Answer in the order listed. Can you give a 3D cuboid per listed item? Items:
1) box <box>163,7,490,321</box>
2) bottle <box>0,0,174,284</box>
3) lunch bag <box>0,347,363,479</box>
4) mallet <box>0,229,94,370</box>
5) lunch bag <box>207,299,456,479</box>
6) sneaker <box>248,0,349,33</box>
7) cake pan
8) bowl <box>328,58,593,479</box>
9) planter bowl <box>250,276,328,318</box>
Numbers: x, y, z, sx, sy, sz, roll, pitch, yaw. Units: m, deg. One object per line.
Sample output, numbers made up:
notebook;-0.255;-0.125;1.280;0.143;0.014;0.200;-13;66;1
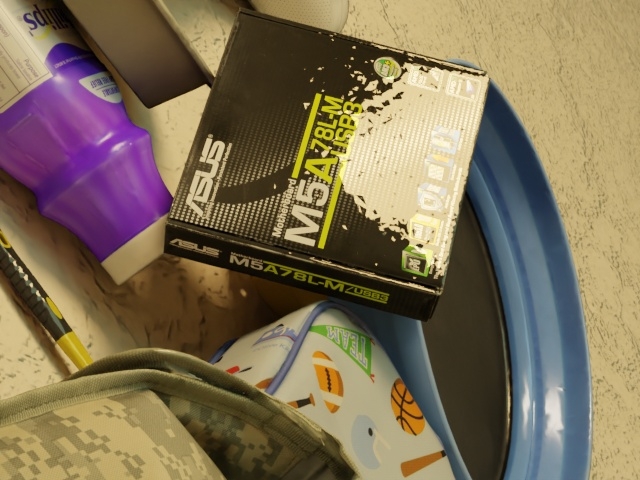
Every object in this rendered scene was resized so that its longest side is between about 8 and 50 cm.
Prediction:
box;0.007;-0.054;1.077;0.184;0.045;0.191;17;58;0
bottle;-0.194;-0.101;1.079;0.283;0.092;0.118;54;15;-1
lunch bag;-0.136;0.169;0.723;0.287;0.235;0.169;-12;69;-60
mallet;-0.162;0.069;1.013;0.190;0.039;0.062;49;25;-1
lunch bag;0.004;0.199;1.004;0.303;0.115;0.243;59;28;-14
sneaker;-0.065;-0.273;1.401;0.169;0.108;0.292;-77;145;-58
cake pan;-0.179;-0.209;1.143;0.293;0.054;0.293;52;-2;2
bowl;0.115;0.054;1.265;0.391;0.077;0.391;38;46;-54
planter bowl;0.000;0.000;1.245;0.217;0.090;0.217;38;46;-53
